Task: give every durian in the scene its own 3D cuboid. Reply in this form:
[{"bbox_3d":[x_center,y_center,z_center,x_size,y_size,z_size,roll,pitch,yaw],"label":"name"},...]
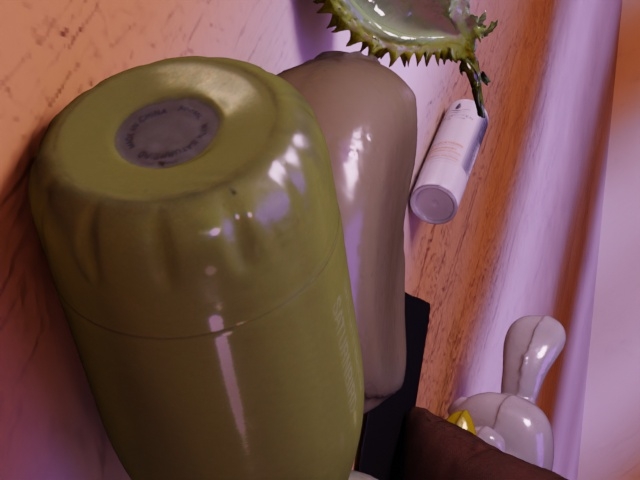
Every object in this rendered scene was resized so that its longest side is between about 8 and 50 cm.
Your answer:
[{"bbox_3d":[0.043,-0.163,0.801,0.086,0.100,0.215,-62,146,-45],"label":"durian"}]

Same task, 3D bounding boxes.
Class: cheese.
[{"bbox_3d":[0.000,0.000,0.729,0.175,0.091,0.202,9,86,-75],"label":"cheese"}]

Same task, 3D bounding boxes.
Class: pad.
[{"bbox_3d":[0.048,0.171,1.094,0.159,0.009,0.265,30,68,-72],"label":"pad"}]

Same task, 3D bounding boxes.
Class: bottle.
[{"bbox_3d":[-0.037,0.056,0.581,0.112,0.112,0.260,-68,156,-44],"label":"bottle"}]

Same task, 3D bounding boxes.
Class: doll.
[{"bbox_3d":[0.152,0.214,1.287,0.237,0.111,0.252,-23,120,-54],"label":"doll"}]

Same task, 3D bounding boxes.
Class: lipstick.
[{"bbox_3d":[0.108,-0.068,1.157,0.141,0.040,0.040,-64,154,-51],"label":"lipstick"}]

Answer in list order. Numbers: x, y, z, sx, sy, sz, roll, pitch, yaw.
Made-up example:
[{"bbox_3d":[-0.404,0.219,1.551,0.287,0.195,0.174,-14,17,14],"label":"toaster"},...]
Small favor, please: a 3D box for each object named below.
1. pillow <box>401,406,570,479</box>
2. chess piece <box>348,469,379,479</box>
[{"bbox_3d":[0.144,0.306,1.033,0.108,0.305,0.308,0,99,-32],"label":"pillow"},{"bbox_3d":[-0.002,0.247,0.749,0.144,0.144,0.251,39,52,-70],"label":"chess piece"}]
